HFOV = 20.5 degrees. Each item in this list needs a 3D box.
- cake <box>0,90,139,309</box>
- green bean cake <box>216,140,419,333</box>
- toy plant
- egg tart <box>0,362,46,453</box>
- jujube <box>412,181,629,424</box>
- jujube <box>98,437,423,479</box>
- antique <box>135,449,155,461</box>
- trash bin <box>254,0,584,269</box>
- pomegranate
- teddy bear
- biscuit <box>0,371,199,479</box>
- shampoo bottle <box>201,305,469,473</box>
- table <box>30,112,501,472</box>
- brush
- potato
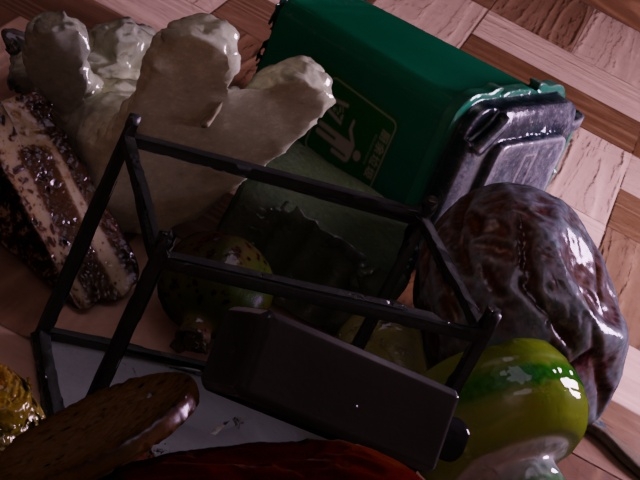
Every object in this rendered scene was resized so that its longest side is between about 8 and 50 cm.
[{"bbox_3d":[-0.307,-0.023,1.895,0.112,0.135,0.246,-27,87,-45],"label":"cake"},{"bbox_3d":[0.000,0.000,2.039,0.227,0.125,0.222,27,24,-3],"label":"green bean cake"},{"bbox_3d":[0.208,0.266,1.705,0.224,0.184,0.316,26,38,-54],"label":"toy plant"},{"bbox_3d":[-0.303,0.143,1.584,0.130,0.052,0.130,18,27,-10],"label":"egg tart"},{"bbox_3d":[0.219,0.085,1.984,0.246,0.215,0.308,52,20,-21],"label":"jujube"},{"bbox_3d":[-0.041,0.262,1.428,0.318,0.223,0.223,6,32,-25],"label":"jujube"},{"bbox_3d":[-0.183,0.208,1.520,0.104,0.104,0.104,21,27,-11],"label":"antique"},{"bbox_3d":[0.116,-0.158,2.288,0.381,0.259,0.295,38,28,28],"label":"trash bin"},{"bbox_3d":[-0.113,0.050,1.849,0.130,0.130,0.130,21,27,-11],"label":"pomegranate"},{"bbox_3d":[-0.199,-0.203,2.018,0.327,0.375,0.362,20,40,-33],"label":"teddy bear"},{"bbox_3d":[-0.183,0.159,1.438,0.027,0.188,0.188,66,24,-12],"label":"biscuit"},{"bbox_3d":[0.023,0.134,1.522,0.246,0.079,0.080,25,-10,-28],"label":"shampoo bottle"},{"bbox_3d":[-0.061,0.082,1.663,0.335,0.272,0.222,14,28,-23],"label":"table"},{"bbox_3d":[0.322,0.219,2.051,0.070,0.021,0.196,-7,44,-49],"label":"brush"},{"bbox_3d":[0.068,0.140,1.884,0.085,0.105,0.188,56,9,-40],"label":"potato"}]
